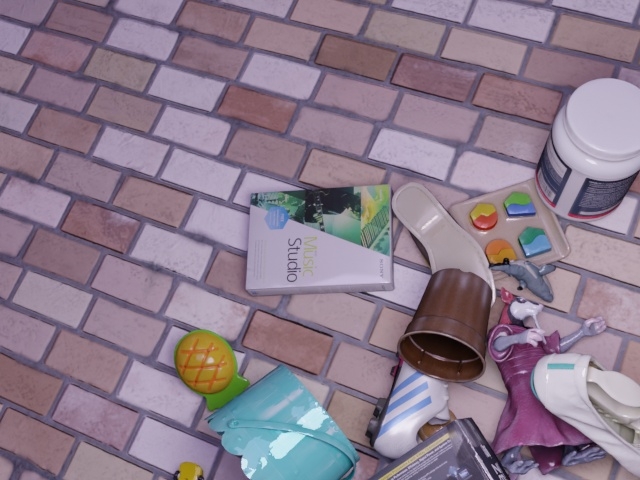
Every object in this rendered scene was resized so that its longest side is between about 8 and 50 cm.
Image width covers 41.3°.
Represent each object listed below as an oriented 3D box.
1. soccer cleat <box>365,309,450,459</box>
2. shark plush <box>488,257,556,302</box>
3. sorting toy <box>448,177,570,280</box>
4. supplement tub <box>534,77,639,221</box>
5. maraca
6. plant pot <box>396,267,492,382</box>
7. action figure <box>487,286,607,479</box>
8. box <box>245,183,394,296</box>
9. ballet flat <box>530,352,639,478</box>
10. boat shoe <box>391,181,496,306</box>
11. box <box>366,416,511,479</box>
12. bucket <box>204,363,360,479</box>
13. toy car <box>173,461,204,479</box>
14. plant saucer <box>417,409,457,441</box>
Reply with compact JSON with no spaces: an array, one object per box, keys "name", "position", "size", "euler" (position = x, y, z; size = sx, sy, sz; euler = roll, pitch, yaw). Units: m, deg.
[{"name":"soccer cleat","position":[0.205,0.280,1.681],"size":[0.143,0.116,0.331],"euler":[22,71,7]},{"name":"shark plush","position":[0.408,0.072,1.696],"size":[0.073,0.161,0.067],"euler":[-15,59,46]},{"name":"sorting toy","position":[0.396,-0.023,1.796],"size":[0.208,0.038,0.193],"euler":[-20,67,4]},{"name":"supplement tub","position":[0.542,-0.173,1.684],"size":[0.191,0.272,0.191],"euler":[-1,65,1]},{"name":"maraca","position":[-0.230,0.273,1.783],"size":[0.127,0.099,0.186],"euler":[-35,91,8]},{"name":"plant pot","position":[0.247,0.153,1.596],"size":[0.166,0.167,0.165],"euler":[13,54,16]},{"name":"action figure","position":[0.404,0.265,1.641],"size":[0.276,0.248,0.370],"euler":[-46,43,38]},{"name":"box","position":[0.000,0.000,1.860],"size":[0.321,0.058,0.233],"euler":[-3,69,10]},{"name":"ballet flat","position":[0.539,0.311,1.467],"size":[0.400,0.139,0.139],"euler":[33,75,-21]},{"name":"boat shoe","position":[0.265,0.021,1.771],"size":[0.116,0.096,0.324],"euler":[-38,64,9]},{"name":"box","position":[0.186,0.555,1.515],"size":[0.395,0.097,0.318],"euler":[-40,67,19]},{"name":"bucket","position":[-0.067,0.384,1.615],"size":[0.183,0.281,0.281],"euler":[-40,66,-11]},{"name":"toy car","position":[-0.272,0.594,1.688],"size":[0.239,0.053,0.225],"euler":[-45,68,-6]},{"name":"plant saucer","position":[0.232,0.369,1.690],"size":[0.083,0.015,0.084],"euler":[-4,69,10]}]
